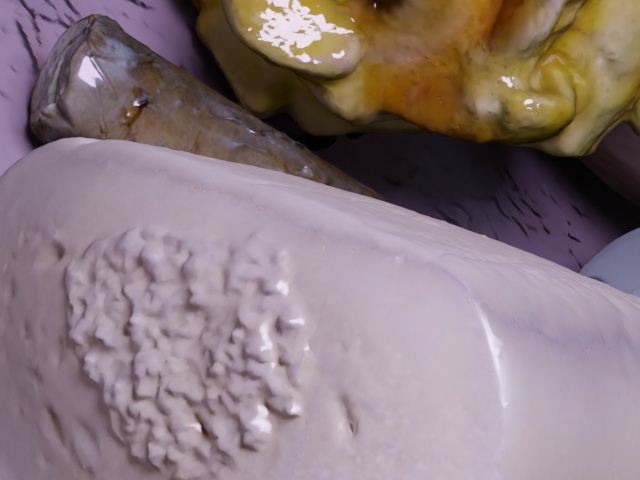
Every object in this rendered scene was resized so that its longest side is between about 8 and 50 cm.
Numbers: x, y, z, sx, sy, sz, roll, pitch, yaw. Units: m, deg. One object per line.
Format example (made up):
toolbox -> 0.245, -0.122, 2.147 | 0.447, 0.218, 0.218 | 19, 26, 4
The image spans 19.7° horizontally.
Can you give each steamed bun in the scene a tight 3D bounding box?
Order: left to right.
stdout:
steamed bun -> 0.004, 0.062, 0.649 | 0.250, 0.154, 0.200 | 22, 7, 36

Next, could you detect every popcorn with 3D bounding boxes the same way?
popcorn -> 0.071, -0.142, 0.905 | 0.252, 0.286, 0.215 | -83, 172, -55

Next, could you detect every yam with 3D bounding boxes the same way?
yam -> 0.000, 0.000, 0.843 | 0.317, 0.067, 0.071 | 33, 47, -31

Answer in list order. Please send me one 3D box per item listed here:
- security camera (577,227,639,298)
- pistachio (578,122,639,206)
security camera -> 0.227, 0.118, 0.982 | 0.080, 0.157, 0.301 | 61, 8, -53
pistachio -> 0.287, -0.132, 1.140 | 0.445, 0.281, 0.365 | 31, 4, 29
